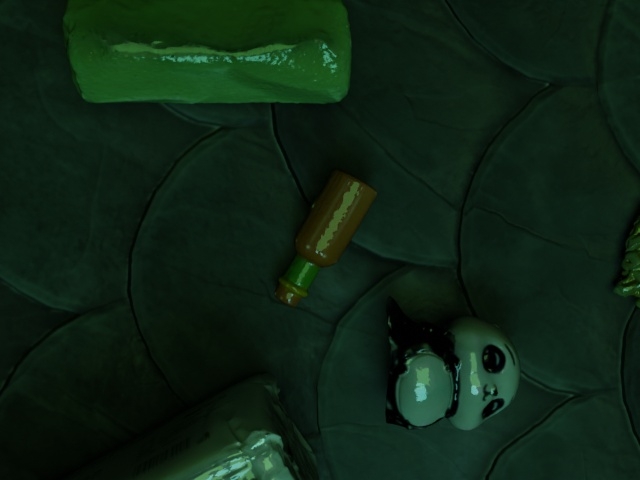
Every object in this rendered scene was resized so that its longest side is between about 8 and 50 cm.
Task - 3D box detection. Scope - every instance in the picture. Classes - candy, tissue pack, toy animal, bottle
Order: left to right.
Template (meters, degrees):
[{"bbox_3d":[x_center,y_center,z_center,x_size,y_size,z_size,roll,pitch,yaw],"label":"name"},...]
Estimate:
[{"bbox_3d":[-0.173,0.331,0.838,0.356,0.266,0.194,-29,97,-2],"label":"tissue pack"},{"bbox_3d":[-0.132,-0.239,0.872,0.343,0.132,0.142,0,52,-8],"label":"candy"},{"bbox_3d":[0.000,0.000,0.928,0.069,0.069,0.187,31,92,-8],"label":"bottle"},{"bbox_3d":[0.168,0.159,0.925,0.179,0.138,0.166,3,111,-2],"label":"toy animal"}]

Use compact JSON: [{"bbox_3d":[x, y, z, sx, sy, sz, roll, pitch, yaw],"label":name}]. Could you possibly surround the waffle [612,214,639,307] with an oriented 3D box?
[{"bbox_3d":[0.523,0.017,0.994,0.207,0.054,0.214,18,98,-11],"label":"waffle"}]
